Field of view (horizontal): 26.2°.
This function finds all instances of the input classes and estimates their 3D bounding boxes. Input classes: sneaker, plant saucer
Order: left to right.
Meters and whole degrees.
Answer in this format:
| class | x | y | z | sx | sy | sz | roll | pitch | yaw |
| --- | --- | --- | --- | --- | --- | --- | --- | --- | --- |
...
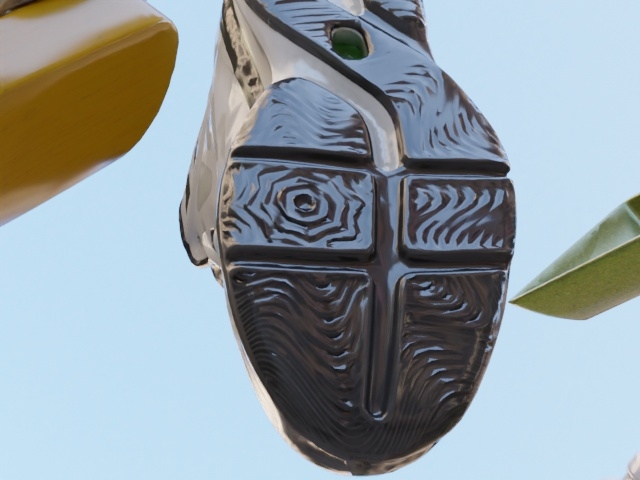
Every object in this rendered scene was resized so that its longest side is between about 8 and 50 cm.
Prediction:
| class | x | y | z | sx | sy | sz | roll | pitch | yaw |
| --- | --- | --- | --- | --- | --- | --- | --- | --- | --- |
| sneaker | 0.001 | 0.000 | 0.889 | 0.169 | 0.448 | 0.258 | 3 | -42 | -10 |
| plant saucer | 0.258 | -0.009 | 1.012 | 0.045 | 0.188 | 0.188 | 56 | -41 | -1 |

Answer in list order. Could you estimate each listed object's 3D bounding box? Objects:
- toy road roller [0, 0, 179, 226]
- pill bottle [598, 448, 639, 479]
| class | x | y | z | sx | sy | sz | roll | pitch | yaw |
| --- | --- | --- | --- | --- | --- | --- | --- | --- | --- |
| toy road roller | -0.239 | -0.026 | 0.573 | 0.202 | 0.329 | 0.241 | 38 | -45 | 16 |
| pill bottle | 0.295 | 0.303 | 1.376 | 0.103 | 0.103 | 0.184 | 33 | -76 | -1 |
